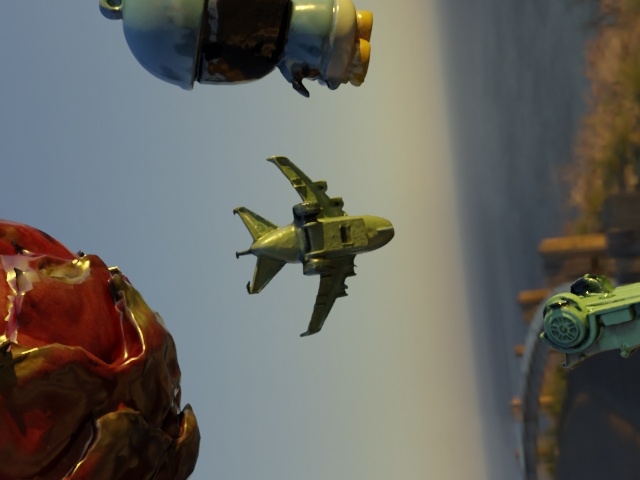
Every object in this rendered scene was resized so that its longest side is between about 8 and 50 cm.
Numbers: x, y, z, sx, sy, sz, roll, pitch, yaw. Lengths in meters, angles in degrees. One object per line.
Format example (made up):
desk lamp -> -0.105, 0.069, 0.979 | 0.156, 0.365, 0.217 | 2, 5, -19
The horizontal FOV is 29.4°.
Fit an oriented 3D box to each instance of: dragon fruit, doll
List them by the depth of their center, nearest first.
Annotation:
dragon fruit -> -0.238, 0.136, 0.838 | 0.329, 0.329, 0.329 | -6, -90, -84
doll -> -0.098, -0.247, 1.411 | 0.141, 0.314, 0.177 | 116, 162, -63

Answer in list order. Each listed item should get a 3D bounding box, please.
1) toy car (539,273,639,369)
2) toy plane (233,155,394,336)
toy car -> 0.214, 0.041, 0.778 | 0.073, 0.143, 0.054 | -24, -83, -58
toy plane -> 0.001, -0.001, 0.537 | 0.033, 0.083, 0.080 | -20, 80, 58
